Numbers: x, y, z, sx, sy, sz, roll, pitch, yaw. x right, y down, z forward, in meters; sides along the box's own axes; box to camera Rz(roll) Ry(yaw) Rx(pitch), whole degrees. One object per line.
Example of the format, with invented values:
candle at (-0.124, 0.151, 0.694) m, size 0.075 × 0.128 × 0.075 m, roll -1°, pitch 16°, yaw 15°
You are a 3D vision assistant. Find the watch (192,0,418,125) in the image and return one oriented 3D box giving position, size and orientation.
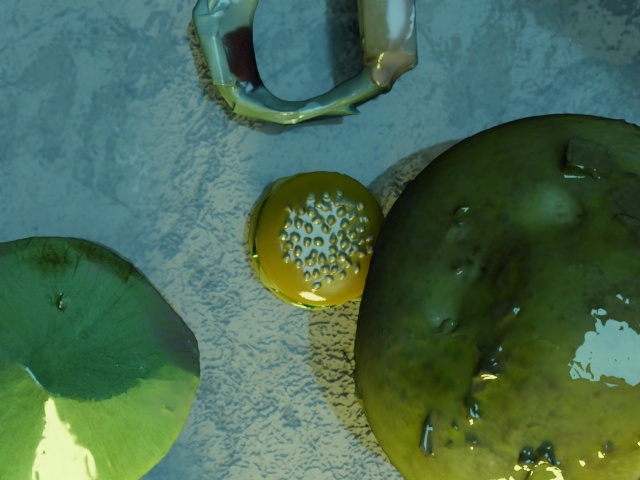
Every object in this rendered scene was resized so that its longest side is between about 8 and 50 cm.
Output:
watch at (-0.015, -0.250, 1.683) m, size 0.241 × 0.162 × 0.253 m, roll -2°, pitch 87°, yaw 5°

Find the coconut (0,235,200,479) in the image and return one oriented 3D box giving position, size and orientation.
coconut at (-0.278, 0.134, 1.547) m, size 0.328 × 0.328 × 0.281 m, roll 20°, pitch 85°, yaw -7°

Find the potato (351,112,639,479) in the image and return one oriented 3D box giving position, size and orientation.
potato at (0.204, 0.069, 1.565) m, size 0.319 × 0.385 × 0.442 m, roll 25°, pitch 65°, yaw -7°

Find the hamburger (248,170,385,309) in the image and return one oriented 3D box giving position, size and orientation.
hamburger at (0.000, 0.000, 1.687) m, size 0.162 × 0.115 × 0.162 m, roll 0°, pitch 90°, yaw -9°
